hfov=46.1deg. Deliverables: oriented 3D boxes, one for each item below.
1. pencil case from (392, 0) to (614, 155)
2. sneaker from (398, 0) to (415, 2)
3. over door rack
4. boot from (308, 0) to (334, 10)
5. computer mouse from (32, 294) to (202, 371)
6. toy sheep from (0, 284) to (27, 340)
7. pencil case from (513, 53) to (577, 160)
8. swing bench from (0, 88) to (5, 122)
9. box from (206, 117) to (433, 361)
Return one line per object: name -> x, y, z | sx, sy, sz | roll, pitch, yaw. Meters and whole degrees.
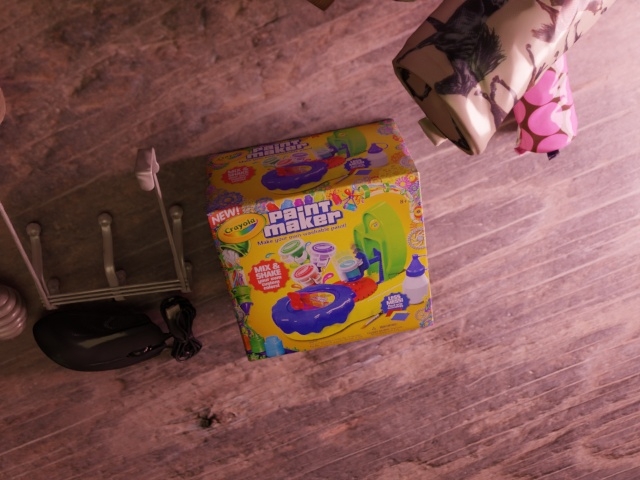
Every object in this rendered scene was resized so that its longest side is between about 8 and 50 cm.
pencil case -> 0.262, -0.292, 0.907 | 0.410, 0.160, 0.183 | -47, 159, 5
sneaker -> 0.195, -0.393, 0.916 | 0.296, 0.131, 0.112 | -40, 119, 17
over door rack -> -0.326, -0.021, 1.093 | 0.240, 0.108, 0.324 | -8, 146, -3
boot -> 0.001, -0.398, 0.920 | 0.152, 0.073, 0.197 | 33, 112, -22
computer mouse -> -0.339, 0.169, 1.240 | 0.273, 0.072, 0.188 | -2, 144, -3
toy sheep -> -0.511, 0.111, 1.190 | 0.091, 0.091, 0.132 | -7, 144, -4
pencil case -> 0.306, -0.223, 1.074 | 0.098, 0.095, 0.209 | -20, 123, 6
swing bench -> -0.574, -0.155, 0.952 | 0.255, 0.165, 0.253 | 33, 114, -33
box -> 0.000, 0.000, 1.132 | 0.290, 0.177, 0.279 | -12, 124, 0
